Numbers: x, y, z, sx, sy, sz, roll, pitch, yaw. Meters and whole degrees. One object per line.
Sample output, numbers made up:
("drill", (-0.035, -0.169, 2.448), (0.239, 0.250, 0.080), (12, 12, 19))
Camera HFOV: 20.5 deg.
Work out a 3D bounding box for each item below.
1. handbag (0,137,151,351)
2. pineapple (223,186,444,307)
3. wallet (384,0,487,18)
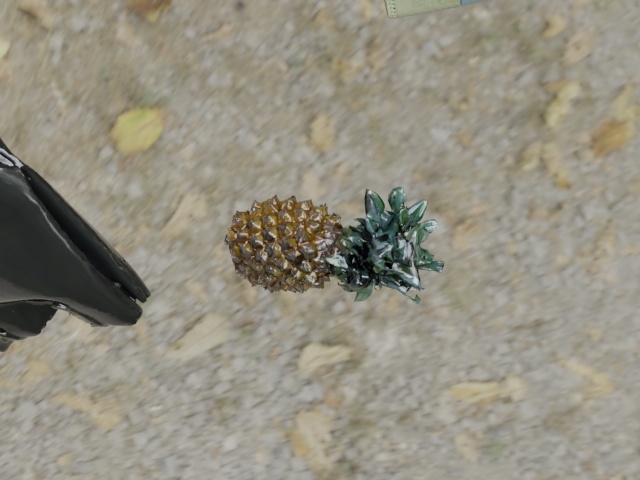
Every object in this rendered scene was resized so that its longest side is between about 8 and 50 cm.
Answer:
("handbag", (-0.334, 0.001, 1.695), (0.288, 0.342, 0.152), (43, 55, -30))
("pineapple", (0.001, 0.000, 1.496), (0.083, 0.221, 0.103), (-17, 106, -47))
("wallet", (0.114, -0.202, 1.208), (0.155, 0.110, 0.039), (-11, 55, 5))
